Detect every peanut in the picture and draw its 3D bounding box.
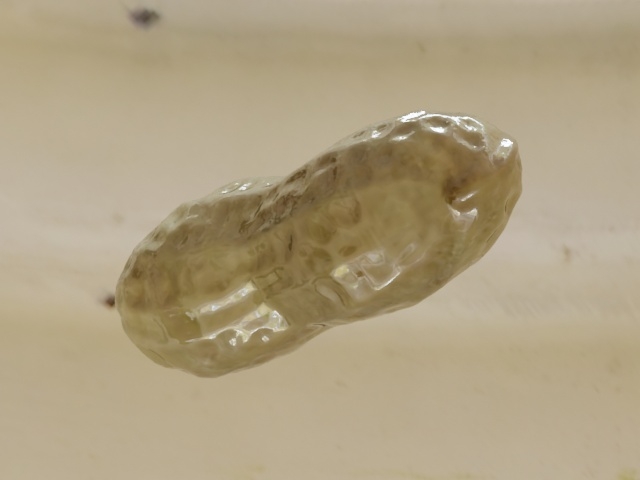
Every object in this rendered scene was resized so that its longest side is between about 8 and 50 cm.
[{"bbox_3d":[0.000,0.000,1.248,0.298,0.120,0.136,-22,-153,33],"label":"peanut"}]
